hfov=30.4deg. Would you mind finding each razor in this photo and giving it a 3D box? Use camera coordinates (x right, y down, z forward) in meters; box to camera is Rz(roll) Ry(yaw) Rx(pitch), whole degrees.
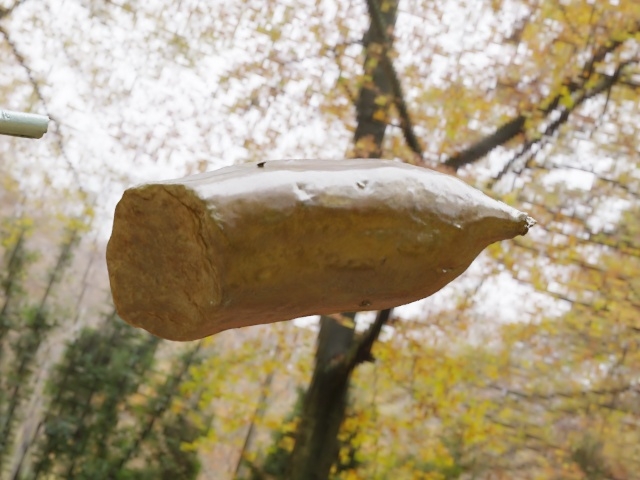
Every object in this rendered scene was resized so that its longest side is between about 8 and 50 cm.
[{"bbox_3d":[-0.286,-0.090,0.779,0.211,0.036,0.084,10,-42,-24],"label":"razor"}]

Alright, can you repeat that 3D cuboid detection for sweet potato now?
[{"bbox_3d":[0.000,0.000,1.038,0.369,0.158,0.158,-6,-12,-13],"label":"sweet potato"}]
